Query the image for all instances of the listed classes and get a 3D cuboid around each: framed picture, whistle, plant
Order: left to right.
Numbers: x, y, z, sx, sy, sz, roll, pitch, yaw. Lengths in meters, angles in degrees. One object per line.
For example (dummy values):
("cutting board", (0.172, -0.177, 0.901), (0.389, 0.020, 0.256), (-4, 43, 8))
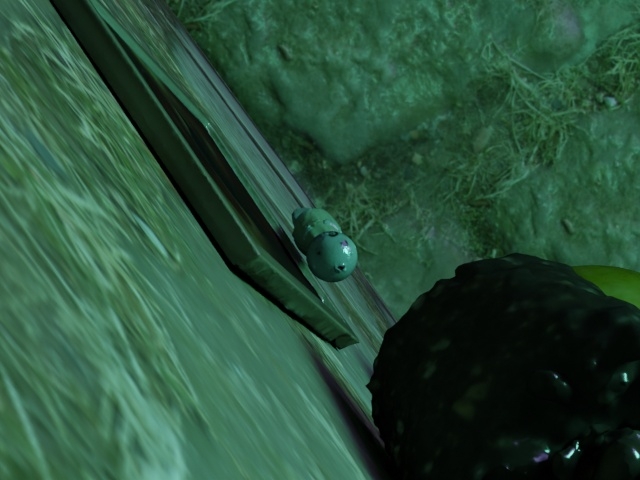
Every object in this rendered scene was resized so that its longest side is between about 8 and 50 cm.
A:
("framed picture", (-0.064, -0.038, 0.868), (0.211, 0.020, 0.289), (56, 2, 18))
("whistle", (0.000, 0.000, 0.961), (0.035, 0.035, 0.100), (53, 1, -29))
("plant", (0.144, 0.143, 0.696), (0.181, 0.194, 0.321), (38, 6, -30))

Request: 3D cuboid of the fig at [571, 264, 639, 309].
("fig", (0.209, 0.157, 1.046), (0.239, 0.239, 0.271), (52, 15, -38))
